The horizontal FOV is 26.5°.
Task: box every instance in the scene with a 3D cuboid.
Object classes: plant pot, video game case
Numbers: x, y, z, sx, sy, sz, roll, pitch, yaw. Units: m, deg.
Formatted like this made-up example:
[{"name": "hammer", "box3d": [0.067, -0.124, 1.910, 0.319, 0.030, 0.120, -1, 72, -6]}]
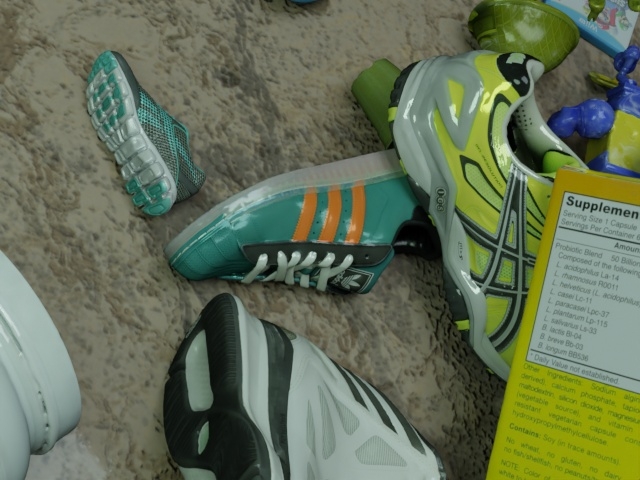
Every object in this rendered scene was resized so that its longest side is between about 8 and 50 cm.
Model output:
[{"name": "plant pot", "box3d": [0.075, -0.145, 1.414, 0.083, 0.083, 0.079, -32, 76, -32]}, {"name": "video game case", "box3d": [0.337, -0.311, 1.636, 0.119, 0.015, 0.166, 31, 61, -13]}]

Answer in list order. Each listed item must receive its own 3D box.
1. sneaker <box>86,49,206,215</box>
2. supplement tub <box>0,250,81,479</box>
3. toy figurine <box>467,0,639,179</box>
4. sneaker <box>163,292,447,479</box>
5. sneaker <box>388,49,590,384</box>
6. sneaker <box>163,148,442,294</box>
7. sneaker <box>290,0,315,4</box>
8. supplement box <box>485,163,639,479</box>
[{"name": "sneaker", "box3d": [-0.165, -0.105, 1.295, 0.076, 0.065, 0.167, -18, 83, -47]}, {"name": "supplement tub", "box3d": [-0.364, 0.144, 0.992, 0.324, 0.235, 0.235, -34, 88, -31]}, {"name": "toy figurine", "box3d": [0.333, -0.125, 1.472, 0.362, 0.191, 0.217, 18, 69, -18]}, {"name": "sneaker", "box3d": [0.013, 0.238, 1.109, 0.257, 0.169, 0.448, 24, 31, -22]}, {"name": "sneaker", "box3d": [0.199, -0.005, 1.327, 0.145, 0.147, 0.385, -48, 118, -46]}, {"name": "sneaker", "box3d": [0.000, 0.000, 1.299, 0.302, 0.108, 0.121, -18, 76, -32]}, {"name": "sneaker", "box3d": [0.003, -0.400, 1.467, 0.139, 0.125, 0.341, 18, 64, 12]}, {"name": "supplement box", "box3d": [0.306, 0.130, 1.244, 0.195, 0.194, 0.357, 10, 94, -49]}]
